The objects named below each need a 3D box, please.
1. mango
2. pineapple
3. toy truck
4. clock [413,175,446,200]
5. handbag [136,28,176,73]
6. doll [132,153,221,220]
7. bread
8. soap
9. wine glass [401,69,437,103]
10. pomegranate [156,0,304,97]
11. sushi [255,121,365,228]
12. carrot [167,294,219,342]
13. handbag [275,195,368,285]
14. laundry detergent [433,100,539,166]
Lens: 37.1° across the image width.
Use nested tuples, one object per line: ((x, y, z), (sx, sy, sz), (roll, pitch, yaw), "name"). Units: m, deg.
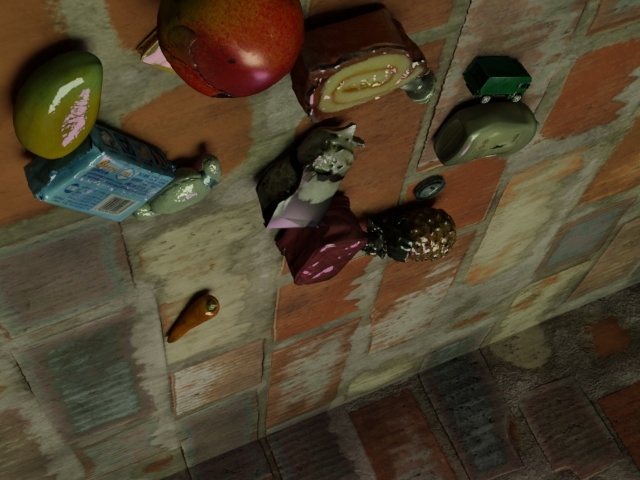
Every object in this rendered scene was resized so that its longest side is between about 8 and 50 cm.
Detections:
((-0.382, -0.202, 1.408), (0.130, 0.092, 0.195), (2, 142, -49), "mango")
((0.193, -0.008, 2.350), (0.310, 0.170, 0.141), (-4, 121, -33), "pineapple")
((0.364, -0.328, 1.952), (0.147, 0.065, 0.079), (-6, 147, -36), "toy truck")
((0.266, -0.128, 2.335), (0.085, 0.017, 0.085), (-22, 156, -10), "clock")
((-0.233, -0.290, 1.460), (0.061, 0.027, 0.083), (-37, 154, 26), "handbag")
((-0.263, -0.093, 1.788), (0.214, 0.071, 0.103), (-32, 156, 26), "doll")
((0.060, -0.300, 1.622), (0.244, 0.123, 0.190), (-17, 157, -20), "bread")
((-0.367, -0.111, 1.617), (0.156, 0.077, 0.293), (-33, 162, 13), "soap")
((0.156, -0.307, 1.775), (0.072, 0.072, 0.155), (-36, 156, 22), "wine glass")
((-0.130, -0.309, 1.314), (0.210, 0.210, 0.235), (-33, 129, 15), "pomegranate")
((-0.024, -0.153, 1.900), (0.134, 0.109, 0.273), (2, 130, -41), "sushi")
((-0.322, 0.197, 2.377), (0.061, 0.061, 0.257), (-7, 159, -38), "carrot")
((0.000, 0.000, 2.188), (0.146, 0.135, 0.225), (-12, 158, -31), "handbag")
((0.387, -0.239, 2.131), (0.253, 0.091, 0.181), (-12, 155, -31), "laundry detergent")
